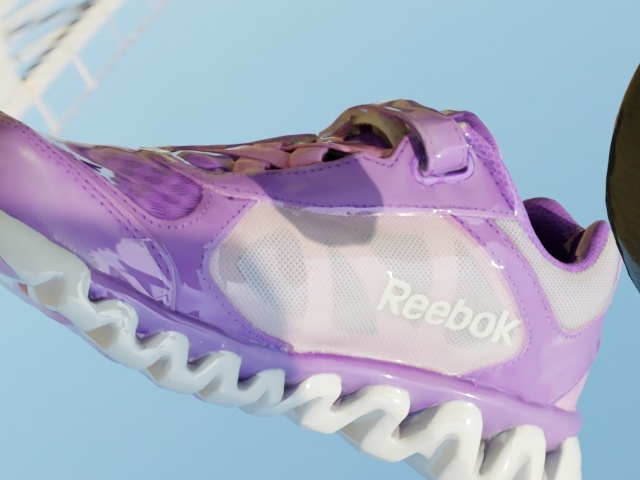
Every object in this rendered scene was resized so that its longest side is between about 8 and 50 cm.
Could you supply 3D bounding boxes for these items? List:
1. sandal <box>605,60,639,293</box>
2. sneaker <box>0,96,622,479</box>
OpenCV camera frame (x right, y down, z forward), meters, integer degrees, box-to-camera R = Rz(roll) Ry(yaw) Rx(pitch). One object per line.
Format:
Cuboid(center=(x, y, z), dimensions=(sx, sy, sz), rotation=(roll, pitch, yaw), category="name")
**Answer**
Cuboid(center=(0.175, -0.078, 0.349), dimensions=(0.086, 0.120, 0.303), rotation=(-10, 156, -45), category="sandal")
Cuboid(center=(0.000, 0.000, 0.524), dimensions=(0.095, 0.236, 0.105), rotation=(33, -82, 54), category="sneaker")
